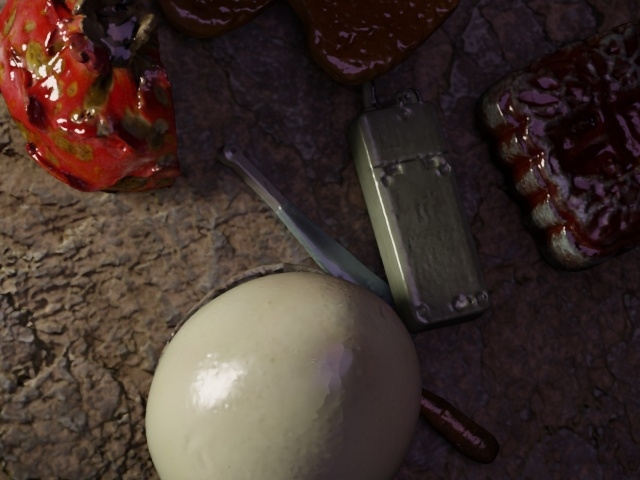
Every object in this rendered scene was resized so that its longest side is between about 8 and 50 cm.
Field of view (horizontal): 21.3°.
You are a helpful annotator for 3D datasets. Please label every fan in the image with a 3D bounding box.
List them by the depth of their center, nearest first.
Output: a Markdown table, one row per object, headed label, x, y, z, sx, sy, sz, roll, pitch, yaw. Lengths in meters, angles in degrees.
| label | x | y | z | sx | sy | sz | roll | pitch | yaw |
| --- | --- | --- | --- | --- | --- | --- | --- | --- | --- |
| fan | 0.000 | 0.000 | 1.762 | 0.057 | 0.023 | 0.282 | -44 | 95 | -17 |

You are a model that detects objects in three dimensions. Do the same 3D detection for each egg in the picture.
| label | x | y | z | sx | sy | sz | roll | pitch | yaw |
| --- | --- | --- | --- | --- | --- | --- | --- | --- | --- |
| egg | -0.030 | 0.156 | 1.639 | 0.264 | 0.174 | 0.286 | 43 | 78 | 0 |

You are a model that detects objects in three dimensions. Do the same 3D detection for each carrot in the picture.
| label | x | y | z | sx | sy | sz | roll | pitch | yaw |
| --- | --- | --- | --- | --- | --- | --- | --- | --- | --- |
| carrot | 0.117 | 0.176 | 1.757 | 0.165 | 0.035 | 0.035 | 37 | 72 | -4 |

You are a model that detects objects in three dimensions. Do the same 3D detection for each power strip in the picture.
| label | x | y | z | sx | sy | sz | roll | pitch | yaw |
| --- | --- | --- | --- | --- | --- | --- | --- | --- | --- |
| power strip | 0.095 | -0.050 | 1.775 | 0.093 | 0.053 | 0.288 | -11 | 78 | -17 |

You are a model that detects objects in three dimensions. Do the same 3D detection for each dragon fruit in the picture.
| label | x | y | z | sx | sy | sz | roll | pitch | yaw |
| --- | --- | --- | --- | --- | --- | --- | --- | --- | --- |
| dragon fruit | -0.229 | -0.174 | 1.636 | 0.134 | 0.211 | 0.262 | -21 | 81 | -26 |

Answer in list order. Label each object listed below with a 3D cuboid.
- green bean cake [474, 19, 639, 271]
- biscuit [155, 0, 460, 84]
| label | x | y | z | sx | sy | sz | roll | pitch | yaw |
| --- | --- | --- | --- | --- | --- | --- | --- | --- | --- |
| green bean cake | 0.292 | -0.097 | 1.824 | 0.198 | 0.097 | 0.232 | -21 | 86 | -19 |
| biscuit | -0.016 | -0.267 | 1.782 | 0.277 | 0.052 | 0.262 | 39 | 71 | 1 |
